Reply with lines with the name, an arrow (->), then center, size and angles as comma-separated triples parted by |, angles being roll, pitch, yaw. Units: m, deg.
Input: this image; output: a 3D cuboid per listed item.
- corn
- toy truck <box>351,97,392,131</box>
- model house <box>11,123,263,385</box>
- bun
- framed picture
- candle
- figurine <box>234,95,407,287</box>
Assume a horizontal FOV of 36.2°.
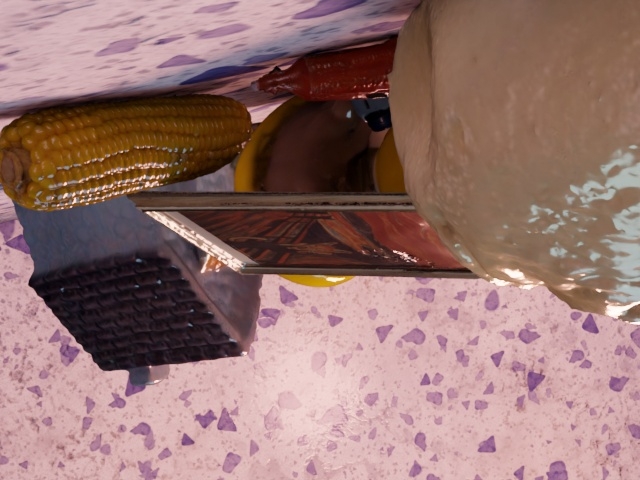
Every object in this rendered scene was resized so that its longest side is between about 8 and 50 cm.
corn -> -0.145, -0.075, 0.776 | 0.231, 0.080, 0.080 | -16, -176, -44
toy truck -> 0.091, -0.144, 0.836 | 0.136, 0.063, 0.074 | -13, -158, 21
model house -> -0.206, 0.034, 1.404 | 0.360, 0.339, 0.297 | -11, -178, 38
bun -> 0.217, -0.072, 0.598 | 0.352, 0.227, 0.349 | -11, -178, 20
framed picture -> 0.000, 0.000, 0.847 | 0.273, 0.016, 0.216 | 1, 162, 24
candle -> 0.024, -0.135, 0.769 | 0.162, 0.053, 0.048 | -9, -133, -13
figurine -> 0.056, -0.072, 0.984 | 0.187, 0.215, 0.343 | 29, 151, -33
